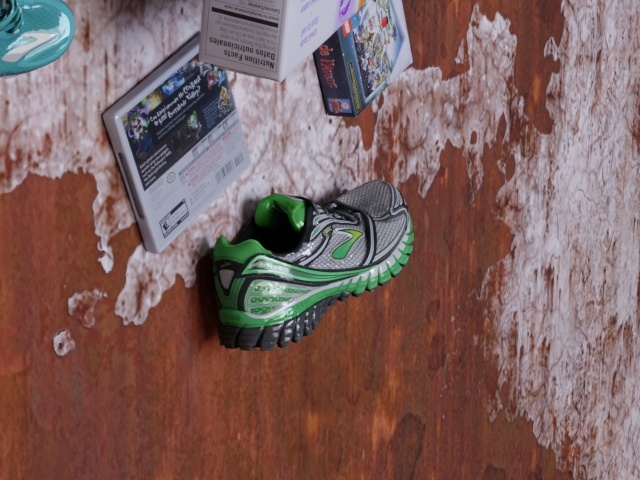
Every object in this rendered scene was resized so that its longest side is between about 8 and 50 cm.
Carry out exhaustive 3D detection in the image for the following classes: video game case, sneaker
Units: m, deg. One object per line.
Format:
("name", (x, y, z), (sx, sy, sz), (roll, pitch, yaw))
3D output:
("video game case", (-0.151, -0.108, 1.672), (0.190, 0.022, 0.173), (-47, 134, -42))
("sneaker", (-0.303, -0.197, 1.326), (0.275, 0.110, 0.107), (7, 90, -59))
("sneaker", (0.000, 0.000, 1.831), (0.343, 0.134, 0.146), (-36, 125, -49))

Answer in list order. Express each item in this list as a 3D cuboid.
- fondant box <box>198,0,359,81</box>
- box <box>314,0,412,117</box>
("fondant box", (-0.021, -0.353, 1.511), (0.238, 0.096, 0.330), (-51, 154, -57))
("box", (0.043, -0.293, 1.919), (0.159, 0.044, 0.233), (-46, 133, -44))
